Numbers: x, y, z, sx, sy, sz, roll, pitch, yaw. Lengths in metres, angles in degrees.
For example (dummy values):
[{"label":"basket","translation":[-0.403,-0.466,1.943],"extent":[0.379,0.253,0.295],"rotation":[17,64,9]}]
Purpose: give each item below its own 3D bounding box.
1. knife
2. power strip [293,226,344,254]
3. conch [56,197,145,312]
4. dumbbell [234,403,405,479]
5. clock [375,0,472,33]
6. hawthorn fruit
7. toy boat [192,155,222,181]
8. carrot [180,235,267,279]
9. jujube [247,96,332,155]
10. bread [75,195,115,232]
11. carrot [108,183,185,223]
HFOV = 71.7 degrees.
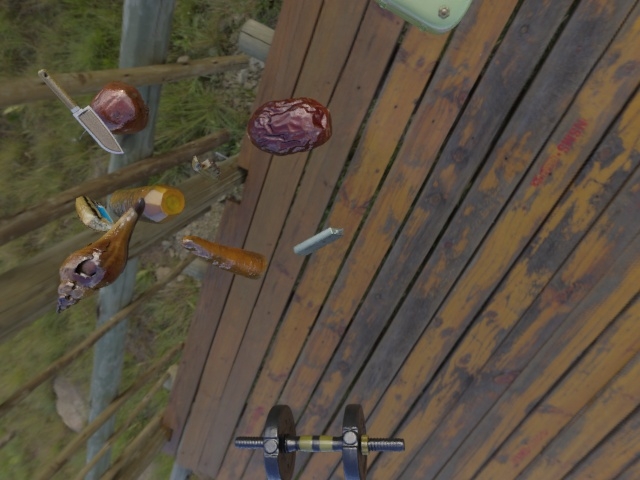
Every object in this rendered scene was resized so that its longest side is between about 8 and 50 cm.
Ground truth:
[{"label":"knife","translation":[-0.590,-0.317,1.105],"extent":[0.022,0.046,0.256],"rotation":[5,137,55]},{"label":"power strip","translation":[0.000,0.000,1.014],"extent":[0.136,0.051,0.019],"rotation":[-29,66,32]},{"label":"conch","translation":[-0.374,0.028,0.777],"extent":[0.080,0.232,0.086],"rotation":[44,135,-10]},{"label":"dumbbell","translation":[-0.006,0.384,0.837],"extent":[0.326,0.143,0.143],"rotation":[-5,110,11]},{"label":"clock","translation":[0.313,-0.767,1.185],"extent":[0.286,0.117,0.348],"rotation":[29,107,-5]},{"label":"hawthorn fruit","translation":[-0.559,-0.357,1.196],"extent":[0.149,0.189,0.149],"rotation":[22,119,47]},{"label":"toy boat","translation":[-0.514,-0.328,2.019],"extent":[0.077,0.200,0.057],"rotation":[-34,65,9]},{"label":"carrot","translation":[-0.195,0.030,0.889],"extent":[0.061,0.210,0.061],"rotation":[-13,67,32]},{"label":"jujube","translation":[-0.091,-0.333,1.307],"extent":[0.251,0.174,0.174],"rotation":[1,112,13]},{"label":"bread","translation":[-0.540,-0.061,1.051],"extent":[0.053,0.072,0.106],"rotation":[-48,55,-3]},{"label":"carrot","translation":[-0.499,-0.103,1.269],"extent":[0.302,0.114,0.113],"rotation":[3,114,43]}]
